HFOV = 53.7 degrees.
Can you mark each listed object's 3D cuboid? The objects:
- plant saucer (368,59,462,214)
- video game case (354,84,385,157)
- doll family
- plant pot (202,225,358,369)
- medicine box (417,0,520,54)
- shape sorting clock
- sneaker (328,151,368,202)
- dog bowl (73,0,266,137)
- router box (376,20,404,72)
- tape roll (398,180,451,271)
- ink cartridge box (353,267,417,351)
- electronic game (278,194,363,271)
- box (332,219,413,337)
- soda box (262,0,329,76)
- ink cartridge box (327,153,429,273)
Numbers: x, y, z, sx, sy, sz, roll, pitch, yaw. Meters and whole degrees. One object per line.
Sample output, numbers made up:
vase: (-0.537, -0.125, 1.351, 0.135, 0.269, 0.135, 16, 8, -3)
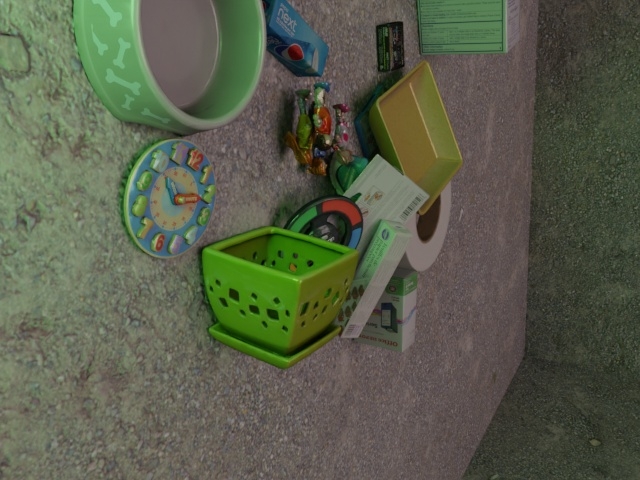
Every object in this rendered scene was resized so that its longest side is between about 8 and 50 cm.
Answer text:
plant saucer: (0.252, -0.281, 1.731, 0.333, 0.081, 0.333, -47, 120, -44)
video game case: (0.143, -0.318, 1.688, 0.166, 0.015, 0.119, -58, 143, -34)
doll family: (-0.009, -0.230, 1.385, 0.263, 0.118, 0.163, 12, 77, -72)
plant pot: (-0.081, 0.111, 1.231, 0.227, 0.228, 0.207, -23, 125, -55)
medicine box: (0.427, -0.695, 1.822, 0.149, 0.263, 0.289, -43, 133, -47)
shape sorting clock: (-0.247, -0.070, 1.073, 0.206, 0.040, 0.206, -22, 116, -56)
sneaker: (0.110, -0.120, 1.593, 0.275, 0.109, 0.107, 51, 54, -52)
dog bowl: (-0.213, -0.332, 1.004, 0.348, 0.102, 0.349, -24, 119, -55)
router box: (0.188, -0.517, 1.688, 0.092, 0.038, 0.123, -35, 127, -51)
tape roll: (0.308, -0.098, 1.969, 0.392, 0.072, 0.392, -22, 116, -55)
ink cartridge box: (0.178, 0.183, 1.741, 0.093, 0.154, 0.213, -25, 119, -55)
electronic game: (0.000, 0.000, 1.415, 0.229, 0.048, 0.229, -21, 133, -24)
box: (0.122, 0.101, 1.576, 0.067, 0.063, 0.324, 5, 120, -38)
soda box: (-0.064, -0.406, 1.267, 0.210, 0.067, 0.071, 26, 75, -58)
ink cartridge box: (0.102, -0.062, 1.521, 0.275, 0.060, 0.239, -50, 134, 9)
